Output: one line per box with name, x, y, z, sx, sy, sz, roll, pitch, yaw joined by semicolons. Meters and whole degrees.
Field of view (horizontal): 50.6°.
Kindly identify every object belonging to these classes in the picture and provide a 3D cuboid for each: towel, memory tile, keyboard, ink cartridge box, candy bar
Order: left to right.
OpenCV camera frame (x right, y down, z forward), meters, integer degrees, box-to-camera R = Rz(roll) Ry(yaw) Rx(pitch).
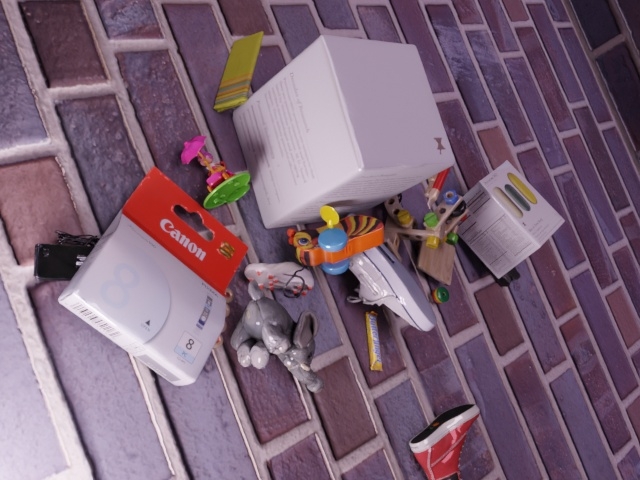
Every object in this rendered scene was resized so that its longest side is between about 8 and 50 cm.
keyboard;-0.487;0.033;1.384;0.192;0.038;0.100;5;93;-39
ink cartridge box;-0.313;0.061;1.429;0.308;0.091;0.385;43;52;-24
memory tile;-0.256;0.161;1.521;0.113;0.012;0.148;26;58;-28
towel;-0.207;-0.437;1.746;0.021;0.102;0.237;45;46;-46
candy bar;0.141;0.265;1.792;0.040;0.018;0.162;10;67;-36

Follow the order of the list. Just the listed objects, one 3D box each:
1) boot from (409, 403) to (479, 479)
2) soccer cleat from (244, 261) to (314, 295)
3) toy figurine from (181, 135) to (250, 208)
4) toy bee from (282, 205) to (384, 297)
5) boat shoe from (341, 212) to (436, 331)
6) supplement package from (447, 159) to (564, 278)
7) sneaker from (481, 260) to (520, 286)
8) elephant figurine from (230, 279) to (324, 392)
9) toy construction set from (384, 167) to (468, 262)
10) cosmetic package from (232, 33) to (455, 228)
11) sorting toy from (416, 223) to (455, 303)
boot;0.361;0.559;1.807;0.244;0.088;0.176;-26;90;-34
soccer cleat;-0.102;0.081;1.647;0.196;0.068;0.076;17;47;-34
toy figurine;-0.256;-0.174;1.597;0.159;0.130;0.173;53;10;9
toy bee;0.000;0.000;1.645;0.298;0.195;0.162;-10;36;-38
boat shoe;0.139;0.114;1.773;0.367;0.156;0.136;50;20;3
supplement package;0.568;-0.067;2.106;0.263;0.198;0.199;49;48;8
sneaker;0.588;0.084;2.202;0.170;0.051;0.089;49;49;-18
elephant figurine;-0.077;0.229;1.565;0.239;0.186;0.169;17;19;-44
toy construction set;0.259;-0.049;1.835;0.257;0.309;0.237;23;65;8
cosmetic package;0.049;-0.255;1.677;0.329;0.393;0.327;-8;78;-41
sorting toy;0.335;0.047;2.014;0.132;0.046;0.275;30;56;-26
